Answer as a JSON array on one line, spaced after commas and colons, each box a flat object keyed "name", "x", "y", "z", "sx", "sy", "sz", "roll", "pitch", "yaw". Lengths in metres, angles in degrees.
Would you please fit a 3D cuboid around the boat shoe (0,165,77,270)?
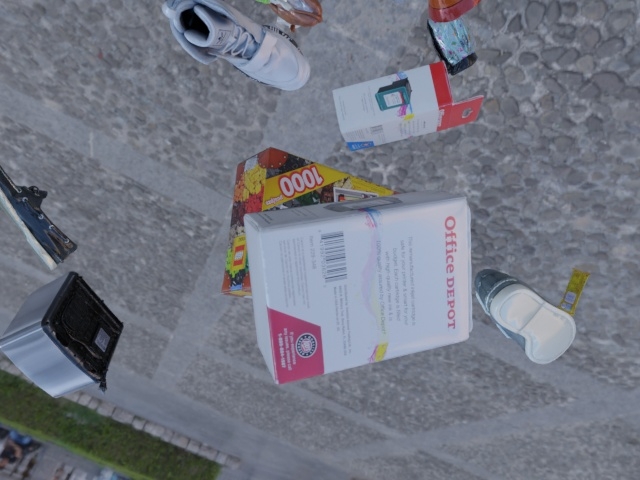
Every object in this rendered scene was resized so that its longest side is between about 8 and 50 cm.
[{"name": "boat shoe", "x": -0.768, "y": -0.087, "z": 1.367, "sx": 0.127, "sy": 0.113, "sz": 0.340, "roll": 3, "pitch": 125, "yaw": 54}]

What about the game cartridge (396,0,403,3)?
[{"name": "game cartridge", "x": 0.174, "y": -0.905, "z": 1.781, "sx": 0.198, "sy": 0.297, "sz": 0.062, "roll": 20, "pitch": 113, "yaw": -36}]

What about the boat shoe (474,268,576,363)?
[{"name": "boat shoe", "x": 0.408, "y": 0.149, "z": 1.025, "sx": 0.116, "sy": 0.099, "sz": 0.319, "roll": -48, "pitch": 129, "yaw": 9}]

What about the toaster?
[{"name": "toaster", "x": -0.466, "y": 0.180, "z": 0.949, "sx": 0.110, "sy": 0.185, "sz": 0.168, "roll": -24, "pitch": 121, "yaw": 9}]

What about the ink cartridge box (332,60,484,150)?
[{"name": "ink cartridge box", "x": 0.148, "y": -0.228, "z": 0.879, "sx": 0.231, "sy": 0.078, "sz": 0.134, "roll": -12, "pitch": 174, "yaw": 9}]

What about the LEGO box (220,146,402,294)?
[{"name": "LEGO box", "x": 0.000, "y": 0.000, "z": 1.464, "sx": 0.500, "sy": 0.372, "sz": 0.193, "roll": 13, "pitch": 164, "yaw": -34}]

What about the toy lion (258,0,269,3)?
[{"name": "toy lion", "x": -0.143, "y": -0.468, "z": 0.961, "sx": 0.096, "sy": 0.100, "sz": 0.034, "roll": 29, "pitch": 118, "yaw": 10}]

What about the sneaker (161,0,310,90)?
[{"name": "sneaker", "x": -0.181, "y": -0.431, "z": 1.139, "sx": 0.366, "sy": 0.210, "sz": 0.137, "roll": 28, "pitch": 115, "yaw": -21}]

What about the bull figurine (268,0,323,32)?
[{"name": "bull figurine", "x": -0.093, "y": -0.692, "z": 1.512, "sx": 0.188, "sy": 0.101, "sz": 0.310, "roll": 24, "pitch": -170, "yaw": -30}]

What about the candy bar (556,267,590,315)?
[{"name": "candy bar", "x": 0.566, "y": 0.112, "z": 1.151, "sx": 0.040, "sy": 0.161, "sz": 0.018, "roll": 23, "pitch": 136, "yaw": 25}]

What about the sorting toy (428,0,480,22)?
[{"name": "sorting toy", "x": 0.229, "y": -0.610, "z": 1.068, "sx": 0.127, "sy": 0.365, "sz": 0.126, "roll": -25, "pitch": 141, "yaw": 23}]

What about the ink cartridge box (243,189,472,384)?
[{"name": "ink cartridge box", "x": 0.056, "y": 0.056, "z": 0.759, "sx": 0.306, "sy": 0.226, "sz": 0.131, "roll": -9, "pitch": -165, "yaw": -18}]

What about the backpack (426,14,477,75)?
[{"name": "backpack", "x": 0.386, "y": -0.585, "z": 1.503, "sx": 0.115, "sy": 0.152, "sz": 0.182, "roll": -25, "pitch": 101, "yaw": 21}]
